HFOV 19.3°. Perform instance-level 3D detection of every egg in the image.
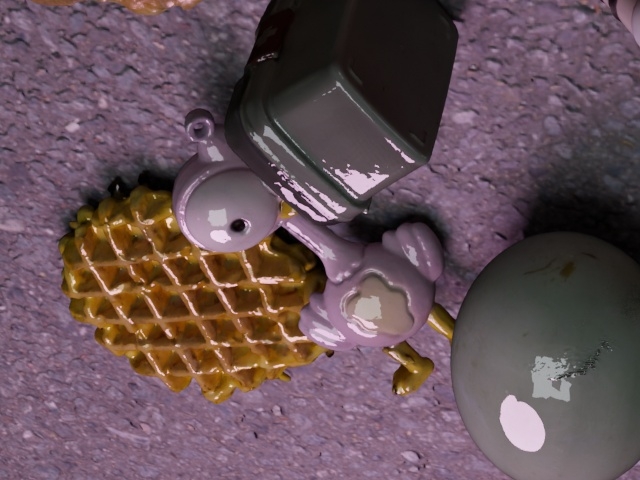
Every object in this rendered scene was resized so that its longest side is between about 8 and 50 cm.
[{"bbox_3d":[0.218,0.112,1.693,0.203,0.203,0.283,11,142,13],"label":"egg"}]

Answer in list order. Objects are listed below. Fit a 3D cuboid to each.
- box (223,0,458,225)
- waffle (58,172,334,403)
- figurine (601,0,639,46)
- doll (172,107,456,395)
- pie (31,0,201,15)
[{"bbox_3d":[0.021,-0.127,1.514,0.129,0.210,0.148,-29,120,34],"label":"box"},{"bbox_3d":[-0.127,0.060,1.900,0.329,0.062,0.329,12,139,10],"label":"waffle"},{"bbox_3d":[0.222,-0.265,1.277,0.320,0.196,0.323,-3,142,41],"label":"figurine"},{"bbox_3d":[0.000,-0.001,1.737,0.160,0.094,0.365,-39,121,16],"label":"doll"},{"bbox_3d":[-0.199,-0.309,1.502,0.339,0.083,0.339,13,142,10],"label":"pie"}]
